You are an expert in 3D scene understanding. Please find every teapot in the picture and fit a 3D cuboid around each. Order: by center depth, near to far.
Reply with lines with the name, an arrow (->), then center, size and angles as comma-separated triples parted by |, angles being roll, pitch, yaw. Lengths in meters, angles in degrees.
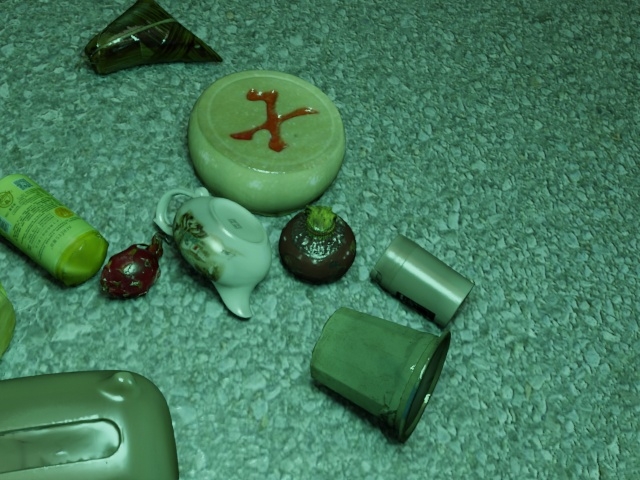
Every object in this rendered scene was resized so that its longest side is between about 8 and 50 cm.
teapot -> -0.198, 0.003, 1.554 | 0.298, 0.139, 0.204 | 49, 26, 22

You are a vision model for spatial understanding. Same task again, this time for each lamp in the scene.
lamp -> -0.004, 0.002, 1.604 | 0.156, 0.135, 0.157 | -33, 69, -31

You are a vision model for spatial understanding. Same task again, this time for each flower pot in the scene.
flower pot -> 0.102, 0.223, 1.447 | 0.203, 0.212, 0.212 | 21, 50, 21

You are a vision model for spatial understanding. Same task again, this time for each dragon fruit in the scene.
dragon fruit -> -0.331, 0.040, 1.531 | 0.094, 0.094, 0.190 | 31, 41, 10

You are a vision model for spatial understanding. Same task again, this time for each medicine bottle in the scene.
medicine bottle -> -0.503, -0.016, 1.509 | 0.239, 0.124, 0.124 | 35, 54, 12

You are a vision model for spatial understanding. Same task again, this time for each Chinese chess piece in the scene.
Chinese chess piece -> -0.114, -0.213, 1.737 | 0.338, 0.140, 0.338 | 7, 53, -9

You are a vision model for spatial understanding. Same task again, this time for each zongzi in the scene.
zongzi -> -0.385, -0.419, 1.854 | 0.241, 0.111, 0.247 | 36, 59, 6

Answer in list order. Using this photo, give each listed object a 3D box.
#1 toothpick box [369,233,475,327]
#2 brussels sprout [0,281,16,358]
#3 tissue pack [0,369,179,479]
toothpick box -> 0.200, 0.078, 1.613 | 0.181, 0.111, 0.111 | 35, 54, 11
brussels sprout -> -0.627, 0.099, 1.300 | 0.295, 0.259, 0.227 | 21, 52, 5
tissue pack -> -0.401, 0.332, 1.173 | 0.387, 0.276, 0.267 | -5, 58, -16
